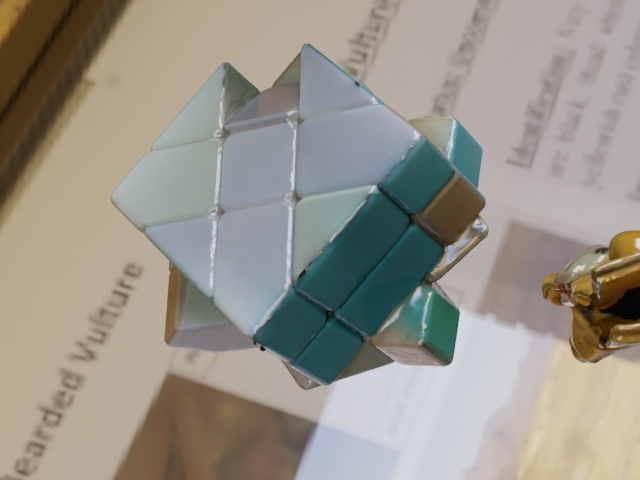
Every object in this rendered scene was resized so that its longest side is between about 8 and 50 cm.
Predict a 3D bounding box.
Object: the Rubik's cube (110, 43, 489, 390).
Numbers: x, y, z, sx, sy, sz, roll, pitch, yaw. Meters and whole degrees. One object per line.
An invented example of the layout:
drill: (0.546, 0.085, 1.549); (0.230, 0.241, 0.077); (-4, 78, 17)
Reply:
Rubik's cube: (0.000, 0.000, 1.057); (0.265, 0.224, 0.213); (-48, -34, 2)

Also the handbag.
handbag: (0.329, 0.017, 1.204); (0.401, 0.283, 0.133); (29, -141, -84)
